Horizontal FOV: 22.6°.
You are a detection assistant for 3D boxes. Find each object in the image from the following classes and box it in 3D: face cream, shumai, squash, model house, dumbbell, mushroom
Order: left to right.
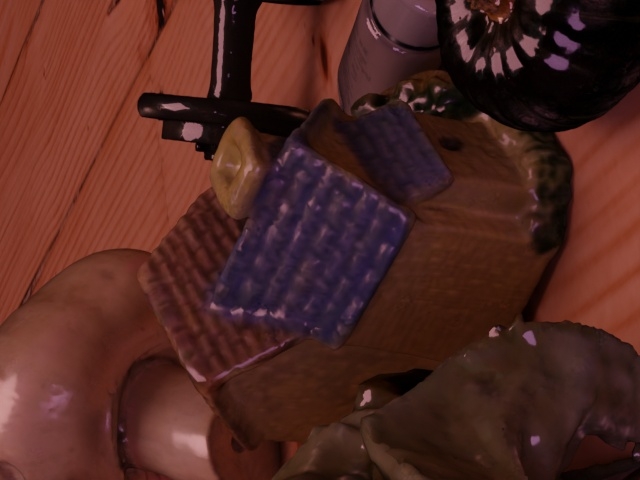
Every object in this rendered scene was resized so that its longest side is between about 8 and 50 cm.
[{"bbox_3d":[-0.235,0.174,1.816,0.353,0.353,0.325,-38,68,60],"label":"mushroom"},{"bbox_3d":[-0.095,-0.204,1.693,0.192,0.192,0.290,-165,79,-66],"label":"dumbbell"},{"bbox_3d":[0.000,0.000,1.305,0.321,0.266,0.261,-62,41,29],"label":"model house"},{"bbox_3d":[0.057,-0.163,1.483,0.314,0.089,0.143,123,143,-61],"label":"face cream"},{"bbox_3d":[0.088,0.241,1.078,0.348,0.395,0.395,-77,11,-46],"label":"shumai"},{"bbox_3d":[0.161,-0.176,1.155,0.193,0.155,0.193,47,150,39],"label":"squash"}]
